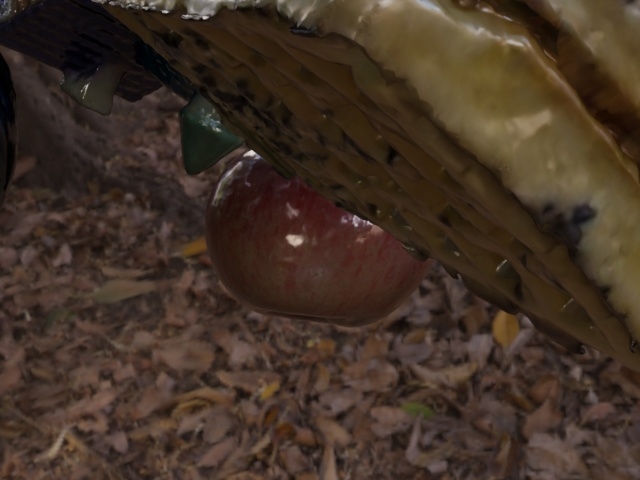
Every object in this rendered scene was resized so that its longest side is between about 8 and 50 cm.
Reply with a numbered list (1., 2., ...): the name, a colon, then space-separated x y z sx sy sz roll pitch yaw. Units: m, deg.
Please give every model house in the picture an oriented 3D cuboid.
1. model house: -0.161 -0.239 0.950 0.312 0.280 0.245 39 12 33

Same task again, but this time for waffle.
1. waffle: 0.026 -0.084 0.507 0.114 0.261 0.376 -54 33 -2

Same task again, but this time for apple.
1. apple: 0.000 0.000 1.408 0.344 0.269 0.345 12 11 -2

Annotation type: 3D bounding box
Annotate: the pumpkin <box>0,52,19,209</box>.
1. pumpkin: -0.382 -0.042 0.644 0.363 0.266 0.363 -33 28 20
